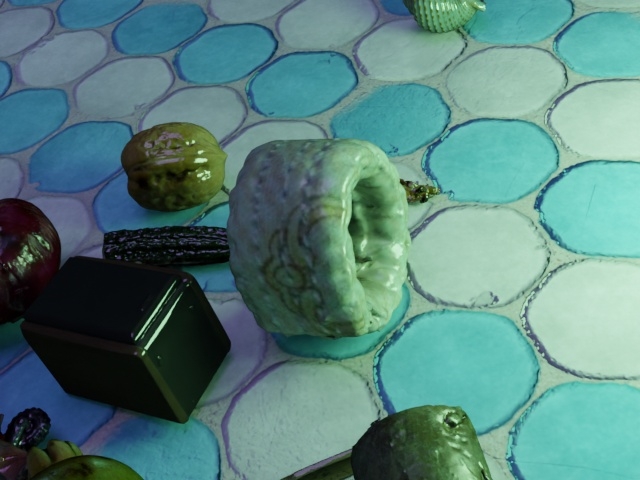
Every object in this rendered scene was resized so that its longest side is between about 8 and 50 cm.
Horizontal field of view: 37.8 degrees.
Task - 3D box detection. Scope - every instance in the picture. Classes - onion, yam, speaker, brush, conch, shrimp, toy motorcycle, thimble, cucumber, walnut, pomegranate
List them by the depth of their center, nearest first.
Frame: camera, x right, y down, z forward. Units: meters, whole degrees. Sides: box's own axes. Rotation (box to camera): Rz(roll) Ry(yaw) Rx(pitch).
[{"bbox_3d":[0.135,0.337,1.060,0.168,0.168,0.304,-16,42,0],"label":"yam"},{"bbox_3d":[-0.301,0.335,1.183,0.189,0.159,0.241,-9,39,6],"label":"pomegranate"},{"bbox_3d":[-0.064,0.320,1.211,0.248,0.043,0.036,-22,46,-6],"label":"brush"},{"bbox_3d":[-0.478,0.310,1.312,0.212,0.084,0.118,-21,45,5],"label":"toy motorcycle"},{"bbox_3d":[0.000,0.000,1.347,0.195,0.291,0.291,2,46,27],"label":"thimble"},{"bbox_3d":[-0.281,0.139,1.353,0.230,0.193,0.153,8,50,28],"label":"speaker"},{"bbox_3d":[-0.534,0.047,1.514,0.246,0.190,0.246,-23,28,13],"label":"onion"},{"bbox_3d":[-0.249,0.011,1.555,0.265,0.077,0.077,-5,45,8],"label":"cucumber"},{"bbox_3d":[0.109,-0.086,1.567,0.184,0.043,0.091,4,44,21],"label":"shrimp"},{"bbox_3d":[-0.252,-0.130,1.639,0.184,0.155,0.155,-10,44,7],"label":"walnut"},{"bbox_3d":[0.242,-0.467,1.868,0.153,0.102,0.135,22,35,-8],"label":"conch"}]
